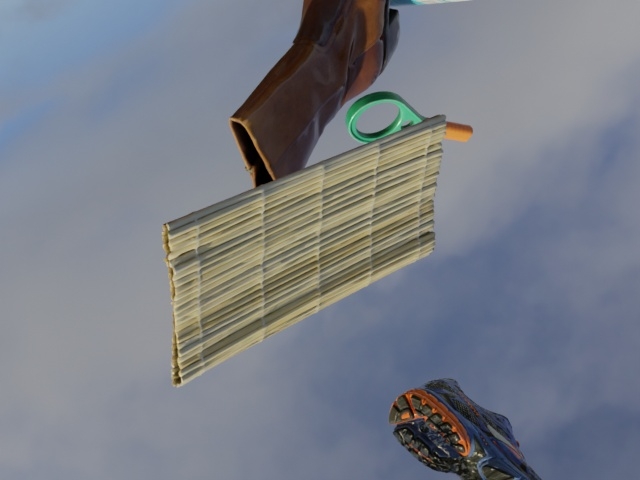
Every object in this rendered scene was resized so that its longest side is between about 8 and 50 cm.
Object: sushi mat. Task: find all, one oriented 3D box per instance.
[{"bbox_3d":[0.000,0.000,0.772,0.317,0.151,0.019,-25,-143,-37],"label":"sushi mat"}]

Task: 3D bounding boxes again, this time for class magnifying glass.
[{"bbox_3d":[0.141,-0.180,1.393,0.092,0.231,0.026,-56,-136,38],"label":"magnifying glass"}]

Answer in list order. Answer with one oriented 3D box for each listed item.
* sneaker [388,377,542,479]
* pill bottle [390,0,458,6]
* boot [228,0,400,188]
[{"bbox_3d":[0.173,0.215,0.881,0.087,0.221,0.083,-34,167,-49],"label":"sneaker"},{"bbox_3d":[0.082,-0.349,1.055,0.264,0.146,0.146,11,-128,46],"label":"pill bottle"},{"bbox_3d":[-0.022,-0.206,0.901,0.096,0.264,0.280,21,-124,21],"label":"boot"}]
